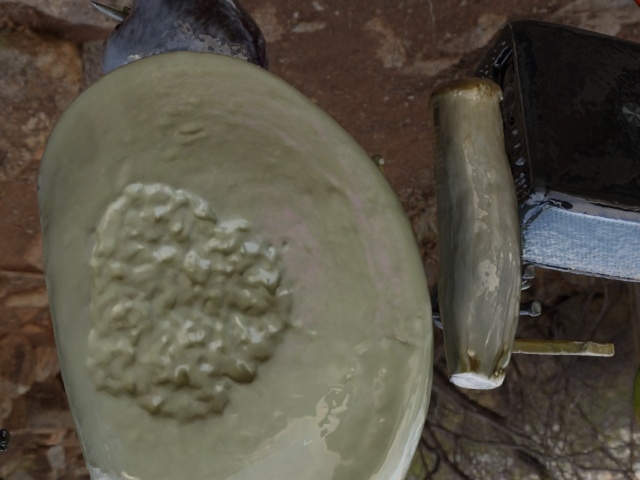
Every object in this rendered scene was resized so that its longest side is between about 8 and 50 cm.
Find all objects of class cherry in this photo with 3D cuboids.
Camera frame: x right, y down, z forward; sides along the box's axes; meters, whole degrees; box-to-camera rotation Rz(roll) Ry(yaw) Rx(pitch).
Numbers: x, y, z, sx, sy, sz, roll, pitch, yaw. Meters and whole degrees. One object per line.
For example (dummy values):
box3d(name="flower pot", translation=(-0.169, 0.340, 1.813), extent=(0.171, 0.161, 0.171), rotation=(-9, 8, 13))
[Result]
box3d(name="cherry", translation=(-0.225, -0.301, 1.068), extent=(0.296, 0.255, 0.218), rotation=(33, -164, -11))

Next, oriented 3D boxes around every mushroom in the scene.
box3d(name="mushroom", translation=(0.167, -0.015, 0.738), extent=(0.095, 0.351, 0.123), rotation=(-7, 170, 30))

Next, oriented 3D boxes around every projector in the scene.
box3d(name="projector", translation=(0.475, -0.151, 1.179), extent=(0.405, 0.395, 0.242), rotation=(8, 153, -12))

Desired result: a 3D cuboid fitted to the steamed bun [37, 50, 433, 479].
box3d(name="steamed bun", translation=(-0.053, 0.073, 0.652), extent=(0.290, 0.455, 0.371), rotation=(-18, 163, -3))

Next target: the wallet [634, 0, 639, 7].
box3d(name="wallet", translation=(0.342, -0.257, 0.599), extent=(0.142, 0.045, 0.204), rotation=(-5, 172, 41))

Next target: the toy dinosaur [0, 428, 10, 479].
box3d(name="toy dinosaur", translation=(-0.418, 0.246, 0.681), extent=(0.179, 0.087, 0.187), rotation=(-4, 172, -4))

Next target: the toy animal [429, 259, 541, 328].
box3d(name="toy animal", translation=(0.274, 0.078, 1.034), extent=(0.270, 0.082, 0.137), rotation=(-16, -174, -36))

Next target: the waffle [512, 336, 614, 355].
box3d(name="waffle", translation=(0.323, 0.150, 0.946), extent=(0.153, 0.023, 0.097), rotation=(-6, 167, 42))

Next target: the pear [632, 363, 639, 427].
box3d(name="pear", translation=(0.448, 0.195, 0.734), extent=(0.188, 0.219, 0.187), rotation=(7, 129, 9))

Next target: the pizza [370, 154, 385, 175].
box3d(name="pizza", translation=(0.000, 0.000, 0.955), extent=(0.197, 0.292, 0.058), rotation=(16, -159, -37))
